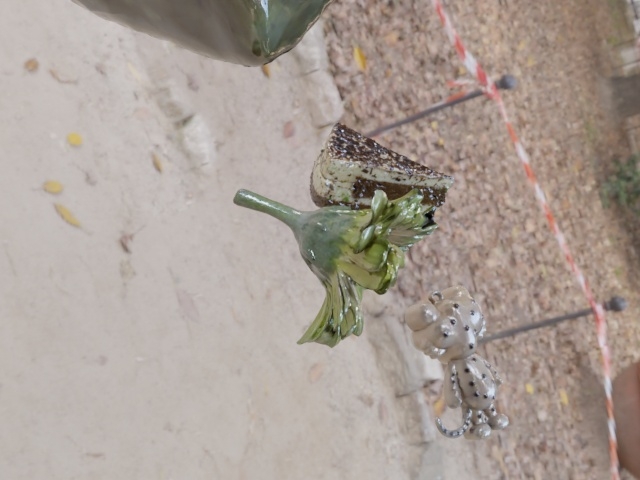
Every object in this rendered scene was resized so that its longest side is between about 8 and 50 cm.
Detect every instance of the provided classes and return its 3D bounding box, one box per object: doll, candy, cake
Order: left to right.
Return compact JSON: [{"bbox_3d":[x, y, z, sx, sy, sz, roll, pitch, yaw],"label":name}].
[{"bbox_3d":[-0.097,-0.197,0.524,0.104,0.234,0.102,-50,143,-24],"label":"candy"},{"bbox_3d":[0.100,-0.090,1.374,0.246,0.112,0.135,26,38,0],"label":"cake"},{"bbox_3d":[0.251,0.222,1.421,0.154,0.119,0.277,-8,78,-29],"label":"doll"}]

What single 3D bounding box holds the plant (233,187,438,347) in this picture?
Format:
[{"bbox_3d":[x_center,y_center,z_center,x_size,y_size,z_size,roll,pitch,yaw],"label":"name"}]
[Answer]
[{"bbox_3d":[0.045,0.004,1.196,0.261,0.305,0.297,-13,47,-38],"label":"plant"}]
